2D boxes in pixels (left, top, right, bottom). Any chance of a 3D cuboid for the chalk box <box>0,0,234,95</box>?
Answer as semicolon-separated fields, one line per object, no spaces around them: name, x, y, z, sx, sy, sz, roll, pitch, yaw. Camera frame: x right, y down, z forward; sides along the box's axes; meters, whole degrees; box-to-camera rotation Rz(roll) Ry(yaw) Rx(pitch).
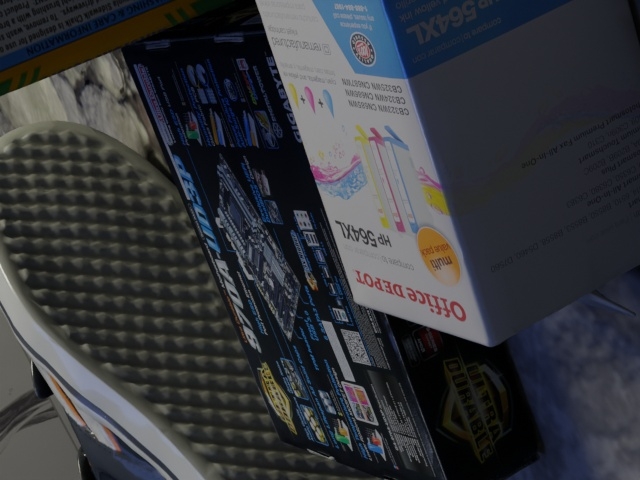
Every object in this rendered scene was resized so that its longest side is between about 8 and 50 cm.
chalk box;-0.185;-0.176;0.891;0.289;0.180;0.179;17;130;61

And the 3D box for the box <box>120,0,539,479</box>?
box;0.000;0.000;0.849;0.175;0.051;0.220;7;121;63

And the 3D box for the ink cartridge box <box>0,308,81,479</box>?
ink cartridge box;-0.220;0.121;1.246;0.283;0.207;0.117;61;159;4

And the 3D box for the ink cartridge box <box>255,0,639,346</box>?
ink cartridge box;0.054;-0.035;0.647;0.092;0.090;0.143;16;128;60

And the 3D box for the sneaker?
sneaker;-0.090;0.081;1.031;0.321;0.126;0.127;51;149;23
